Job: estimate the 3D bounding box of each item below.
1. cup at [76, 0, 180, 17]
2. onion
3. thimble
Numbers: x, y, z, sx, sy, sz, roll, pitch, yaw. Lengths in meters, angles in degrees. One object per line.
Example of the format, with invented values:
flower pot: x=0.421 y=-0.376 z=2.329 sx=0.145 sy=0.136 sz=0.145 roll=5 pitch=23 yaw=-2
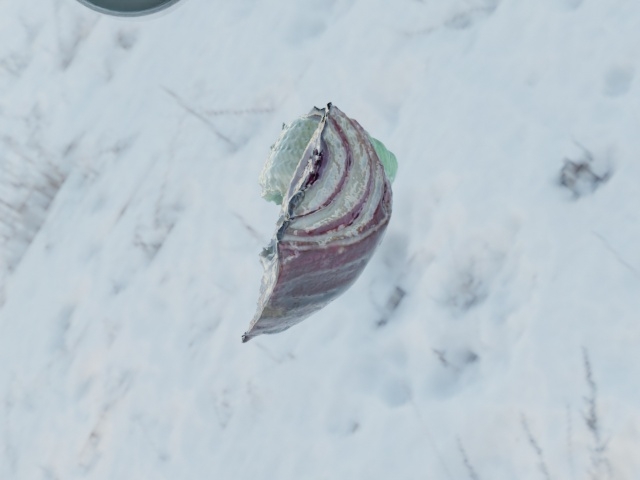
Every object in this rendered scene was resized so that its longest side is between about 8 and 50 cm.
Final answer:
cup: x=-0.289 y=-0.457 z=2.031 sx=0.253 sy=0.253 sz=0.371 roll=-56 pitch=7 yaw=1
onion: x=0.000 y=0.000 z=1.698 sx=0.280 sy=0.146 sz=0.314 roll=112 pitch=173 yaw=-53
thimble: x=0.010 y=-0.107 z=2.207 sx=0.219 sy=0.219 sz=0.150 roll=-5 pitch=56 yaw=62
